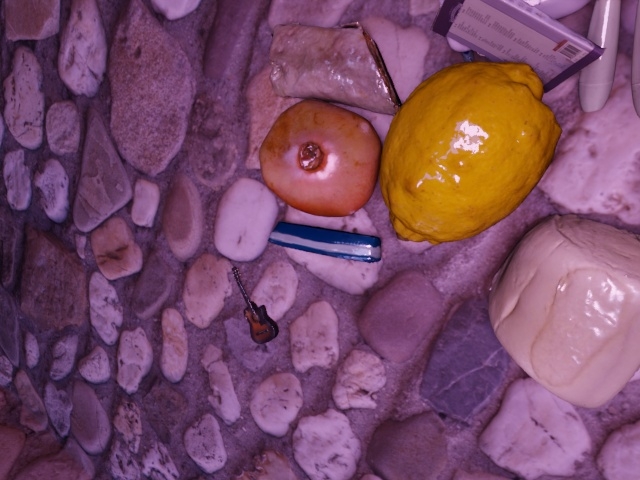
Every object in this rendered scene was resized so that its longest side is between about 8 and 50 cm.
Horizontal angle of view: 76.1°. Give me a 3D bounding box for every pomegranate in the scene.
[{"bbox_3d":[-0.001,-0.163,0.832,0.251,0.270,0.229,31,106,10],"label":"pomegranate"}]

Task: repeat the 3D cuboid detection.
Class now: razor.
[{"bbox_3d":[0.289,-0.335,0.778,0.044,0.028,0.155,-20,93,29],"label":"razor"}]

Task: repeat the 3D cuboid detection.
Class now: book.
[{"bbox_3d":[0.291,-0.318,0.633,0.231,0.157,0.026,30,92,2],"label":"book"}]

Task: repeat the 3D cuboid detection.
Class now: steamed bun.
[{"bbox_3d":[0.425,0.105,0.713,0.272,0.273,0.291,26,110,37],"label":"steamed bun"}]

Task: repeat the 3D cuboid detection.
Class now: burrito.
[{"bbox_3d":[0.032,-0.368,0.865,0.347,0.107,0.175,21,124,24],"label":"burrito"}]

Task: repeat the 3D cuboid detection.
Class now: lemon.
[{"bbox_3d":[0.239,-0.148,0.717,0.315,0.285,0.286,-21,92,36],"label":"lemon"}]

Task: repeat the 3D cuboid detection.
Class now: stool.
[{"bbox_3d":[0.478,-0.292,0.565,0.195,0.195,0.199,-14,111,8],"label":"stool"}]

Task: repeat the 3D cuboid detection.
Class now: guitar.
[{"bbox_3d":[-0.196,0.181,1.155,0.088,0.025,0.234,-27,88,30],"label":"guitar"}]

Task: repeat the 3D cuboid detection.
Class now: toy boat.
[{"bbox_3d":[0.000,0.000,0.974,0.298,0.096,0.062,9,96,28],"label":"toy boat"}]

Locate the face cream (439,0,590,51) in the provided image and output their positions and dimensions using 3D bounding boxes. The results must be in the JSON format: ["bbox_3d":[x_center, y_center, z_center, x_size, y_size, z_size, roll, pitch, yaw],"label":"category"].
[{"bbox_3d":[0.371,-0.445,0.676,0.336,0.080,0.163,-10,95,25],"label":"face cream"}]
